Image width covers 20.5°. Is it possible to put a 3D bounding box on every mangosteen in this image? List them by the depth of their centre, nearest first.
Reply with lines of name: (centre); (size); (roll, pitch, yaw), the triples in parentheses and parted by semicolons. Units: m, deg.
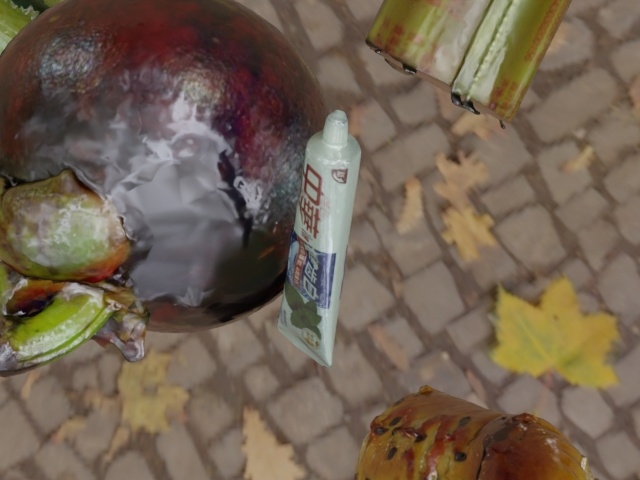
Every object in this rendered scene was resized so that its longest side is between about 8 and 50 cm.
mangosteen: (-0.141, -0.040, 1.436); (0.306, 0.360, 0.306); (9, 139, 8)

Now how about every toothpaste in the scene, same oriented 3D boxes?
toothpaste: (0.000, 0.000, 1.275); (0.038, 0.060, 0.233); (-27, 143, -32)

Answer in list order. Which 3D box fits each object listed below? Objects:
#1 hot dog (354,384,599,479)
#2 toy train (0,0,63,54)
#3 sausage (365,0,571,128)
hot dog: (0.136, 0.343, 1.813); (0.196, 0.365, 0.367); (28, 80, -27)
toy train: (-0.267, -0.157, 1.783); (0.307, 0.189, 0.126); (34, 68, -32)
sausage: (0.141, -0.237, 1.182); (0.117, 0.125, 0.317); (26, 100, 4)
